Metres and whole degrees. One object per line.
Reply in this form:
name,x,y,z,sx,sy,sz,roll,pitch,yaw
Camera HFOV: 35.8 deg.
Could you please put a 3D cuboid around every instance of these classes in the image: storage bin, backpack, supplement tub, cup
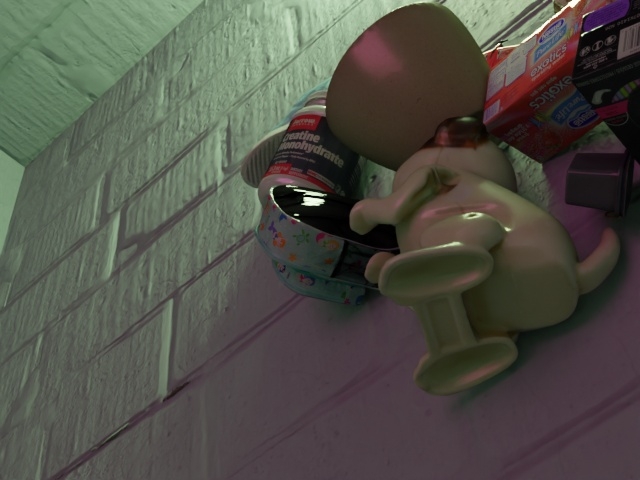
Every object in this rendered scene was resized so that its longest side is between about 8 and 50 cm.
storage bin,0.428,-0.086,1.520,0.091,0.098,0.135,7,22,21
backpack,0.000,0.000,1.897,0.191,0.253,0.225,-63,27,18
supplement tub,-0.004,-0.169,2.149,0.191,0.191,0.272,-10,49,49
cup,0.210,-0.248,1.878,0.331,0.331,0.237,-46,55,7

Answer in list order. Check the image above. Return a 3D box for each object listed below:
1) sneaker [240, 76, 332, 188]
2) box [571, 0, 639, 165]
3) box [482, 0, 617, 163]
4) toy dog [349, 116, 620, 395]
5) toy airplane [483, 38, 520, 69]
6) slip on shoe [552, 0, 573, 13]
sneaker,-0.040,-0.264,2.386,0.366,0.135,0.150,-35,24,8
box,0.508,-0.220,1.437,0.165,0.270,0.143,-18,42,43
box,0.426,-0.284,1.681,0.300,0.142,0.154,-39,31,47
toy dog,0.237,-0.030,1.591,0.395,0.284,0.408,-25,35,11
toy airplane,0.352,-0.354,2.042,0.151,0.028,0.151,-35,32,27
slip on shoe,0.499,-0.448,1.942,0.135,0.051,0.041,-133,44,-52
